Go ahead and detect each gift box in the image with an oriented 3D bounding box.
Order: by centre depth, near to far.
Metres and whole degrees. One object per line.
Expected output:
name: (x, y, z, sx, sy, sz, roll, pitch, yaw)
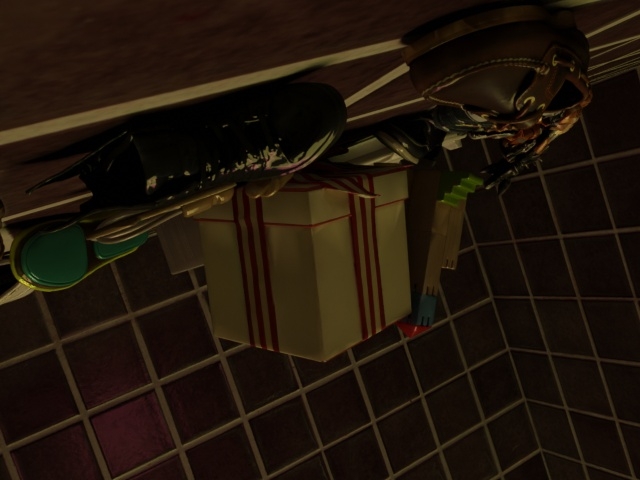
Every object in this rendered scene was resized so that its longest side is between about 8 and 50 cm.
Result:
gift box: (0.000, 0.000, 0.885, 0.276, 0.258, 0.255, 1, -167, 35)

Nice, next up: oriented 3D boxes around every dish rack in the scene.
dish rack: (0.162, -0.189, 1.285, 0.285, 0.072, 0.332, -15, -176, 31)

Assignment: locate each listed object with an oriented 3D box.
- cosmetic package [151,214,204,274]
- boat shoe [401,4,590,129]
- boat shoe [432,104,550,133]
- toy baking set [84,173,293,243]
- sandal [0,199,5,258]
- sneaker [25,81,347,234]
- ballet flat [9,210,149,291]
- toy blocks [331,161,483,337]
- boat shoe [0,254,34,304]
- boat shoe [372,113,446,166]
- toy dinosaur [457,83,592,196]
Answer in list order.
cosmetic package: (-0.172, -0.032, 1.095, 0.237, 0.127, 0.107, -15, -175, 26)
boat shoe: (0.131, -0.110, 0.408, 0.073, 0.073, 0.207, -13, -174, 46)
boat shoe: (0.232, -0.181, 0.793, 0.183, 0.065, 0.083, -13, -178, -30)
toy baking set: (-0.126, -0.042, 0.639, 0.196, 0.030, 0.256, -16, -166, 9)
sandal: (-0.245, 0.006, 0.411, 0.072, 0.049, 0.180, -21, -175, -28)
sneaker: (-0.073, -0.046, 0.350, 0.170, 0.051, 0.089, -14, -170, 21)
ballet flat: (-0.289, 0.006, 0.711, 0.077, 0.077, 0.231, 0, -168, 17)
toy blocks: (0.085, 0.015, 1.060, 0.381, 0.261, 0.190, 7, 177, 41)
boat shoe: (-0.562, 0.096, 0.929, 0.267, 0.096, 0.088, -21, 180, -11)
boat shoe: (0.144, -0.166, 0.958, 0.079, 0.084, 0.233, -57, 163, 17)
toy dinosaur: (0.338, -0.191, 0.973, 0.321, 0.164, 0.218, 3, 156, -29)
